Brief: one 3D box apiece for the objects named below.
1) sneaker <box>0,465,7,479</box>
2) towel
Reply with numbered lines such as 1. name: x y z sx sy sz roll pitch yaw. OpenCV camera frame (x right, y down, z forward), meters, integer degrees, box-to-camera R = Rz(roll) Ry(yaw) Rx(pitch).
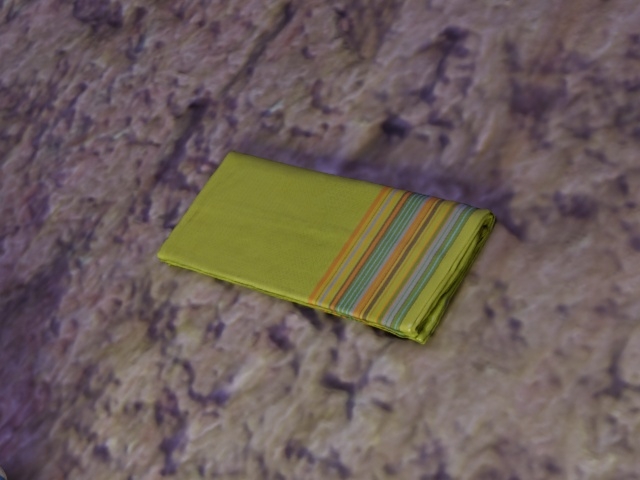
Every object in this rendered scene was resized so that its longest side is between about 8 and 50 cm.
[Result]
1. sneaker: -0.324 0.232 1.115 0.236 0.130 0.323 0 40 22
2. towel: 0.000 0.000 1.200 0.237 0.021 0.102 15 60 41
